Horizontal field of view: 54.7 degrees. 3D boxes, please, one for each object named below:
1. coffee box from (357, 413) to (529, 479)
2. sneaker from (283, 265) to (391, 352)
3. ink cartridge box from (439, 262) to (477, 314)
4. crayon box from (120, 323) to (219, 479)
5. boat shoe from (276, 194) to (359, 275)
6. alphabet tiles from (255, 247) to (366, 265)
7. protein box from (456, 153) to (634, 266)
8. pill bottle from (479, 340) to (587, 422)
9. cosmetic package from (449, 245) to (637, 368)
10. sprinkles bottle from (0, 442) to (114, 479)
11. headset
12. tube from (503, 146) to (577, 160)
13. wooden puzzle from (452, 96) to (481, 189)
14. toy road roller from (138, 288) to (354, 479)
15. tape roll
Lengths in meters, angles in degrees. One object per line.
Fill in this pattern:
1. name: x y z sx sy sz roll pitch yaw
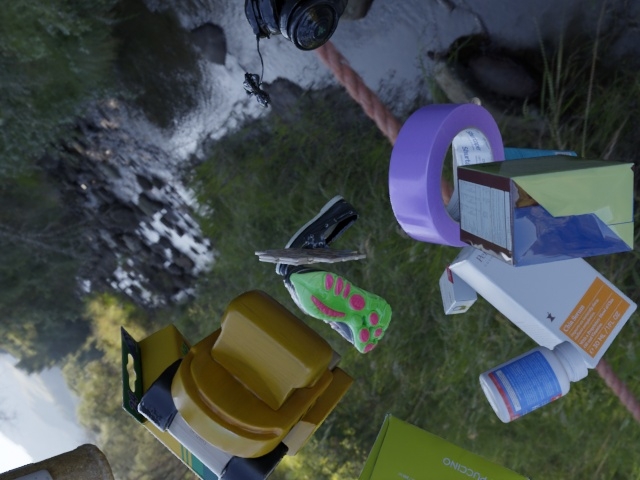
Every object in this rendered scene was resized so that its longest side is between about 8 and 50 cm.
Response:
1. coffee box: 0.227 0.662 1.388 0.337 0.338 0.334 21 142 17
2. sneaker: 0.063 0.197 1.927 0.202 0.185 0.483 30 170 44
3. ink cartridge box: 0.446 0.157 2.017 0.072 0.127 0.175 -6 160 -1
4. crayon box: -0.242 0.302 1.145 0.323 0.083 0.203 60 -178 -38
5. boat shoe: 0.001 0.002 1.999 0.113 0.340 0.127 34 153 22
6. alphabet tiles: -0.029 0.043 1.701 0.278 0.021 0.284 4 -175 37
7. protein box: 0.352 -0.056 0.998 0.201 0.199 0.136 -132 36 -74
8. pill bottle: 0.494 0.320 1.433 0.124 0.221 0.124 154 90 -90
9. cosmetic package: 0.621 0.127 1.745 0.453 0.230 0.161 40 169 1
10. sprinkles bottle: -0.459 0.383 0.823 0.121 0.355 0.121 5 97 41
11. headset: -0.074 -0.523 1.489 0.243 0.394 0.185 23 168 25
12. tube: 0.488 -0.185 1.426 0.080 0.207 0.052 -103 20 -47
13. wooden puzzle: 0.385 -0.240 1.648 0.044 0.239 0.221 5 123 25
14. toy road roller: -0.067 0.174 0.870 0.202 0.329 0.241 38 119 11
15. tape roll: 0.253 -0.129 1.214 0.090 0.275 0.275 10 144 44
